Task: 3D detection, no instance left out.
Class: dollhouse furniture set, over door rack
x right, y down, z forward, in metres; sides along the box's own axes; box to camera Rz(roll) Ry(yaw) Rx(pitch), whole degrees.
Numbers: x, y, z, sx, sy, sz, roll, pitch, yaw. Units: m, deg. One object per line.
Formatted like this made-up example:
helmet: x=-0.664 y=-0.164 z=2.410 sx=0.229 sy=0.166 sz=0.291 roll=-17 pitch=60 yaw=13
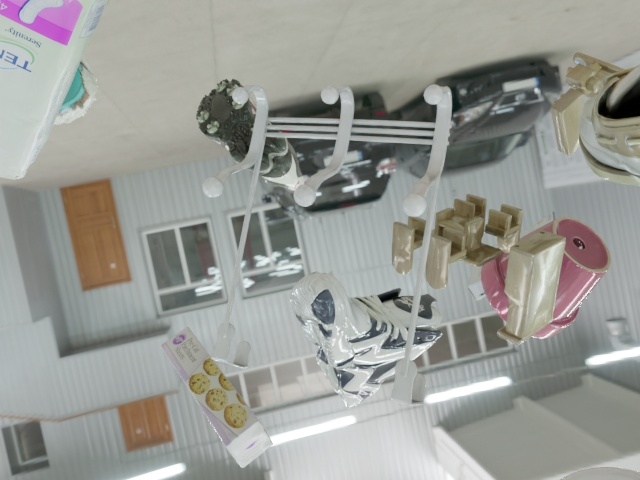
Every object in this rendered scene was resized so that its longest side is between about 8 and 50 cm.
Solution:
dollhouse furniture set: x=0.439 y=-0.251 z=1.140 sx=0.151 sy=0.144 sz=0.123 roll=-43 pitch=-131 yaw=-5
dollhouse furniture set: x=0.275 y=0.046 z=1.107 sx=0.212 sy=0.161 sz=0.242 roll=-21 pitch=-149 yaw=-38
over door rack: x=0.000 y=0.000 z=0.660 sx=0.239 sy=0.324 sz=0.108 roll=7 pitch=-176 yaw=26

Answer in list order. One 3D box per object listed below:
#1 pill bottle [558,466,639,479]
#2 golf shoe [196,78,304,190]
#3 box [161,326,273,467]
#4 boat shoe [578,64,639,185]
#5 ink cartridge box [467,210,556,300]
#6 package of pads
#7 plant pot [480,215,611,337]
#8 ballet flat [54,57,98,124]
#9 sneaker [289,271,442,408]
pill bottle: x=0.238 y=0.247 z=0.464 sx=0.124 sy=0.124 sz=0.221 roll=-10 pitch=148 yaw=34
golf shoe: x=-0.125 y=-0.177 z=1.107 sx=0.105 sy=0.273 sz=0.120 roll=-41 pitch=141 yaw=4
box: x=-0.186 y=0.257 z=1.102 sx=0.067 sy=0.063 sz=0.324 roll=-34 pitch=-146 yaw=-15
boat shoe: x=0.286 y=-0.102 z=0.533 sx=0.113 sy=0.103 sz=0.302 roll=-25 pitch=-162 yaw=11
ink cartridge box: x=0.451 y=0.034 z=1.476 sx=0.224 sy=0.045 sz=0.223 roll=-33 pitch=-175 yaw=25
package of pads: x=-0.373 y=-0.207 z=0.581 sx=0.296 sy=0.229 sz=0.101 roll=24 pitch=-150 yaw=-23
plant pot: x=0.438 y=0.057 z=1.224 sx=0.201 sy=0.201 sz=0.180 roll=-13 pitch=152 yaw=-35
ballet flat: x=-0.548 y=-0.278 z=1.202 sx=0.409 sy=0.147 sz=0.147 roll=4 pitch=-171 yaw=25
sneaker: x=0.062 y=0.084 z=0.716 sx=0.153 sy=0.235 sz=0.094 roll=-33 pitch=-134 yaw=-13
